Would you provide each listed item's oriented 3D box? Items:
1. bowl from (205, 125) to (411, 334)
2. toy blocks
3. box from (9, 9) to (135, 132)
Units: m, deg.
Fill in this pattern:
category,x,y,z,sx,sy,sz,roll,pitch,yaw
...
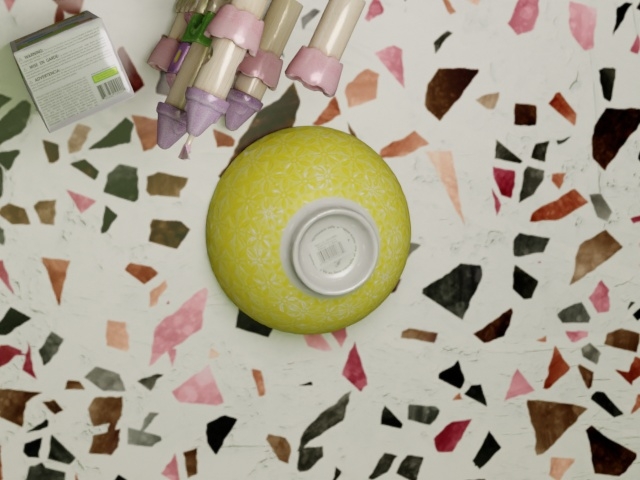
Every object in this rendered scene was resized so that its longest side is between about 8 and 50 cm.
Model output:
category,x,y,z,sx,sy,sz,roll,pitch,yaw
bowl,0.000,0.000,1.891,0.289,0.156,0.289,-3,102,-14
toy blocks,-0.159,-0.234,1.728,0.309,0.288,0.260,25,89,-22
box,-0.307,-0.210,1.739,0.114,0.203,0.103,-24,106,-7
